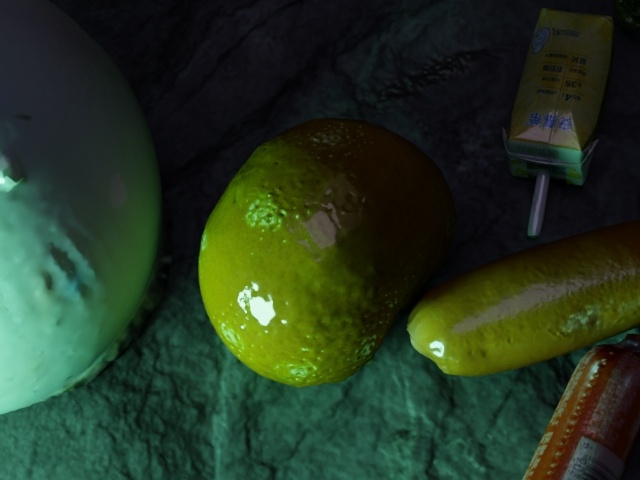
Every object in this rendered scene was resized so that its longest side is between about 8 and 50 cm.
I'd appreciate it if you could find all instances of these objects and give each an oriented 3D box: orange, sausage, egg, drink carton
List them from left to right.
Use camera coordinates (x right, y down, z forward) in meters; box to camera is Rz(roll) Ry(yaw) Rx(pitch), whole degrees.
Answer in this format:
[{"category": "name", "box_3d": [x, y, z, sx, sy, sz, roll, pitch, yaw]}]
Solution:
[{"category": "egg", "box_3d": [-0.316, -0.066, 1.361, 0.354, 0.340, 0.354, -3, 60, 5]}, {"category": "orange", "box_3d": [0.001, -0.004, 1.387, 0.179, 0.158, 0.237, 32, 70, 23]}, {"category": "sausage", "box_3d": [0.188, 0.050, 1.375, 0.238, 0.098, 0.098, -17, 61, -4]}, {"category": "drink carton", "box_3d": [0.204, -0.104, 1.466, 0.084, 0.074, 0.200, 10, 62, 13]}, {"category": "sausage", "box_3d": [0.196, 0.184, 1.311, 0.074, 0.074, 0.274, 22, 67, 18]}]

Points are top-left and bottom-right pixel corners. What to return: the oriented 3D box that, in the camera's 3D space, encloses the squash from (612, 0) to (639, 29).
[{"category": "squash", "box_3d": [0.400, -0.337, 1.542, 0.101, 0.101, 0.379, 40, 81, 24]}]
